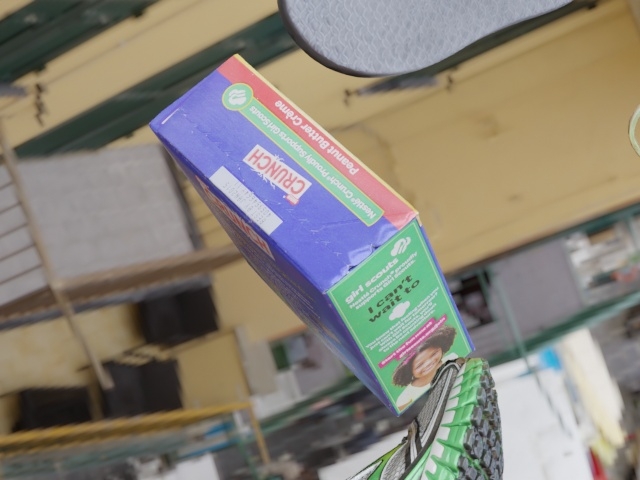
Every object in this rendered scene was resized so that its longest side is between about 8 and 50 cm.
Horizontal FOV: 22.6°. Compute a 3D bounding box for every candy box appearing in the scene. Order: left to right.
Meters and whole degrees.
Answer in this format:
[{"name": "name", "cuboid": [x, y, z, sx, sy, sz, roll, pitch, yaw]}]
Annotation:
[{"name": "candy box", "cuboid": [0.000, 0.000, 1.576, 0.268, 0.122, 0.317, 44, -7, 29]}]

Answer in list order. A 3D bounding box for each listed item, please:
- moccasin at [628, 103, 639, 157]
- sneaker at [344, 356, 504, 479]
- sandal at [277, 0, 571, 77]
[{"name": "moccasin", "cuboid": [0.323, -0.084, 1.272, 0.139, 0.147, 0.380, 68, 26, -53]}, {"name": "sneaker", "cuboid": [0.052, 0.215, 1.294, 0.343, 0.146, 0.134, -55, 144, -42]}, {"name": "sandal", "cuboid": [0.080, -0.172, 1.139, 0.254, 0.054, 0.097, -14, 96, -29]}]
